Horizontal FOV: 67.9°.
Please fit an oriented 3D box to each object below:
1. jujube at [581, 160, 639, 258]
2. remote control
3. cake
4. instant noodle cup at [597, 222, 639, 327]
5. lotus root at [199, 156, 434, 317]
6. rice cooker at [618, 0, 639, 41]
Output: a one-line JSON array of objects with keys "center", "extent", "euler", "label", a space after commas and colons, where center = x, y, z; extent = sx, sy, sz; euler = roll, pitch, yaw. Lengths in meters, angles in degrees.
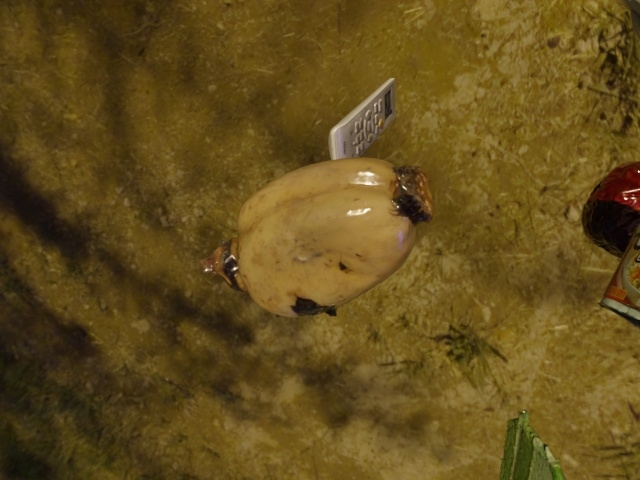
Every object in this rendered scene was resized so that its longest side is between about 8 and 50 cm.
[{"center": [0.783, -0.073, 1.186], "extent": [0.213, 0.213, 0.232], "euler": [31, 95, 1], "label": "jujube"}, {"center": [0.101, -0.283, 1.135], "extent": [0.055, 0.313, 0.109], "euler": [14, 133, 26], "label": "remote control"}, {"center": [0.234, 0.317, 0.534], "extent": [0.099, 0.100, 0.235], "euler": [-24, 110, -1], "label": "cake"}, {"center": [0.560, 0.013, 0.621], "extent": [0.294, 0.294, 0.307], "euler": [30, 95, 2], "label": "instant noodle cup"}, {"center": [0.000, 0.000, 0.498], "extent": [0.257, 0.154, 0.140], "euler": [-20, 154, 34], "label": "lotus root"}, {"center": [0.719, -0.472, 0.866], "extent": [0.288, 0.288, 0.277], "euler": [37, 127, -5], "label": "rice cooker"}]
